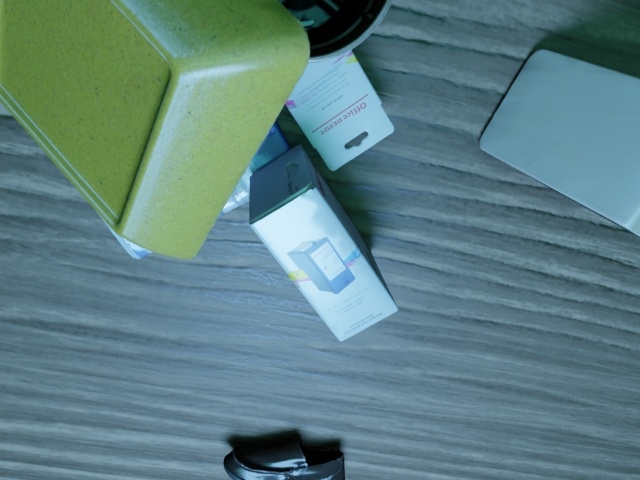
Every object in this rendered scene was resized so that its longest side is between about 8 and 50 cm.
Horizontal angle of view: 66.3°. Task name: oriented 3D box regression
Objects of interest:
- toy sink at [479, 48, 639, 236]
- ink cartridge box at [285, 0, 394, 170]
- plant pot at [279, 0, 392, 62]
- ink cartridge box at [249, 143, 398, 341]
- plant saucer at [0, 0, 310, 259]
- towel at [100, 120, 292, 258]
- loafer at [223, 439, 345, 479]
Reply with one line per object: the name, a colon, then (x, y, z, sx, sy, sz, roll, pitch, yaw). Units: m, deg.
toy sink: (0.358, -0.125, 0.637, 0.131, 0.234, 0.153, 13, 112, -42)
ink cartridge box: (0.005, -0.194, 0.628, 0.104, 0.062, 0.181, -32, 110, 7)
plant pot: (-0.019, -0.264, 0.475, 0.166, 0.165, 0.167, -1, 112, -4)
ink cartridge box: (0.000, 0.000, 0.643, 0.093, 0.154, 0.213, -29, 119, 7)
plant saucer: (-0.211, -0.163, 0.469, 0.333, 0.081, 0.333, 47, 135, 5)
towel: (-0.193, -0.114, 0.658, 0.284, 0.034, 0.209, -27, 112, 6)
loafer: (-0.057, 0.380, 0.853, 0.219, 0.080, 0.079, 12, 101, -15)
